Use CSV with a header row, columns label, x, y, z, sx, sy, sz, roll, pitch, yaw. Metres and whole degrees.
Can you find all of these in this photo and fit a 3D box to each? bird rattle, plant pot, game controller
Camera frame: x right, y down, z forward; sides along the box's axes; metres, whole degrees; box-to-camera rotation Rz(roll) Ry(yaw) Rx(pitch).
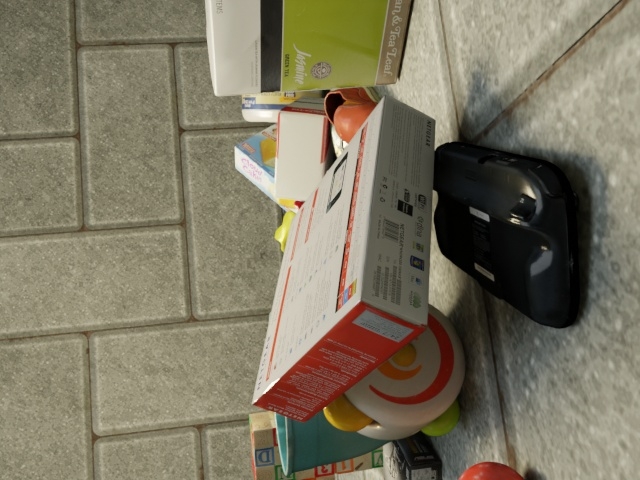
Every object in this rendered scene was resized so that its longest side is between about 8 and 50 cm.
label,x,y,z,sx,sy,sz,roll,pitch,yaw
bird rattle,0.000,0.000,1.559,0.253,0.143,0.207,-15,91,68
plant pot,0.050,0.248,1.119,0.271,0.255,0.271,176,90,-81
game controller,0.195,-0.019,0.732,0.319,0.067,0.166,-124,16,-74

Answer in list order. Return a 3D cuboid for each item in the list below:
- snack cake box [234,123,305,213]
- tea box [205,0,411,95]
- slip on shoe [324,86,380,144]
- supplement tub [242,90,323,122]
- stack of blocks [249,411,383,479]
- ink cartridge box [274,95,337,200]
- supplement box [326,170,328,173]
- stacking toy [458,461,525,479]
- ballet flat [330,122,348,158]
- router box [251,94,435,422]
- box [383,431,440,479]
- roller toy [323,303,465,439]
label,x,y,z,sx,sy,sz,roll,pitch,yaw
snack cake box,-0.091,-0.188,1.757,0.264,0.152,0.089,40,149,23
tea box,-0.028,-0.437,1.045,0.329,0.323,0.220,97,165,-49
slip on shoe,0.078,-0.214,1.215,0.331,0.101,0.123,-112,21,-59
supplement tub,-0.104,-0.488,1.798,0.228,0.228,0.316,-131,42,-76
stack of blocks,0.000,0.456,1.418,0.087,0.297,0.171,-141,47,-75
ink cartridge box,-0.023,-0.224,1.528,0.273,0.114,0.197,-67,-18,-69
supplement box,0.075,-0.024,1.289,0.114,0.111,0.220,-116,23,-67
stacking toy,0.181,0.408,0.788,0.141,0.141,0.330,-111,22,-61
ballet flat,0.074,-0.176,1.396,0.079,0.077,0.221,20,121,60
router box,0.031,0.025,0.853,0.301,0.082,0.335,-50,23,47
box,0.161,0.455,1.161,0.183,0.056,0.231,-130,37,-74
roller toy,0.102,0.181,0.934,0.146,0.209,0.191,106,163,-62
